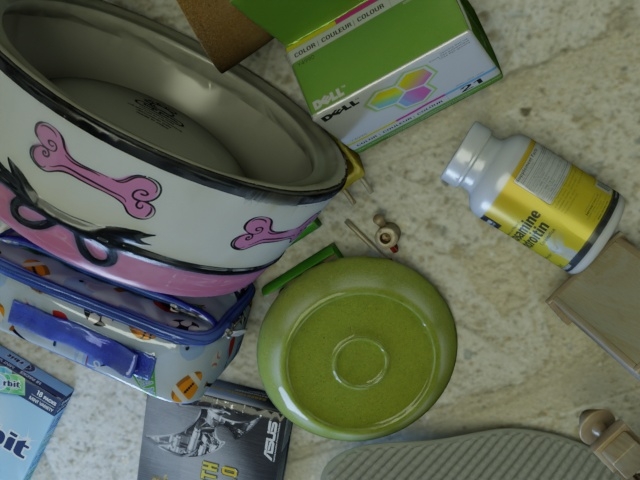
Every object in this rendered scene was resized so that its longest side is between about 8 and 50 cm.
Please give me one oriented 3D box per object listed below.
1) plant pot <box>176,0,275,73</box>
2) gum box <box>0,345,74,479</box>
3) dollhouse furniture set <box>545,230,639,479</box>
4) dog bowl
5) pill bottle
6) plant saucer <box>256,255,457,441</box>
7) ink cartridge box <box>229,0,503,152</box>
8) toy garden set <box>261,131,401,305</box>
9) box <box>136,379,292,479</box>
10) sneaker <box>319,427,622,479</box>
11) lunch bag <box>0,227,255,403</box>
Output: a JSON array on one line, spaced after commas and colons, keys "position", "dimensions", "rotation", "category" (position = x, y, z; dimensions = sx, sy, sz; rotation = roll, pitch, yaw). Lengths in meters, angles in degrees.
[{"position": [-0.045, -0.336, 1.054], "dimensions": [0.254, 0.237, 0.237], "rotation": [-26, 97, 4], "category": "plant pot"}, {"position": [-0.438, 0.238, 1.365], "dimensions": [0.157, 0.041, 0.184], "rotation": [30, 109, 4], "category": "gum box"}, {"position": [0.437, 0.153, 1.152], "dimensions": [0.303, 0.174, 0.355], "rotation": [-44, 121, 4], "category": "dollhouse furniture set"}, {"position": [-0.183, -0.099, 1.033], "dimensions": [0.408, 0.408, 0.150], "rotation": [30, 110, 4], "category": "dog bowl"}, {"position": [0.228, -0.051, 1.113], "dimensions": [0.184, 0.103, 0.103], "rotation": [32, 108, 4], "category": "pill bottle"}, {"position": [0.046, 0.137, 1.199], "dimensions": [0.241, 0.037, 0.241], "rotation": [-1, 109, -4], "category": "plant saucer"}, {"position": [0.053, -0.201, 1.029], "dimensions": [0.189, 0.255, 0.097], "rotation": [-27, 70, 17], "category": "ink cartridge box"}, {"position": [0.000, 0.000, 1.205], "dimensions": [0.204, 0.049, 0.244], "rotation": [-32, 95, 18], "category": "toy garden set"}, {"position": [-0.138, 0.293, 1.305], "dimensions": [0.183, 0.056, 0.231], "rotation": [12, 106, 9], "category": "box"}, {"position": [0.185, 0.319, 1.223], "dimensions": [0.366, 0.135, 0.150], "rotation": [1, 134, 7], "category": "sneaker"}, {"position": [-0.226, 0.068, 1.170], "dimensions": [0.303, 0.243, 0.115], "rotation": [20, 107, 8], "category": "lunch bag"}]
